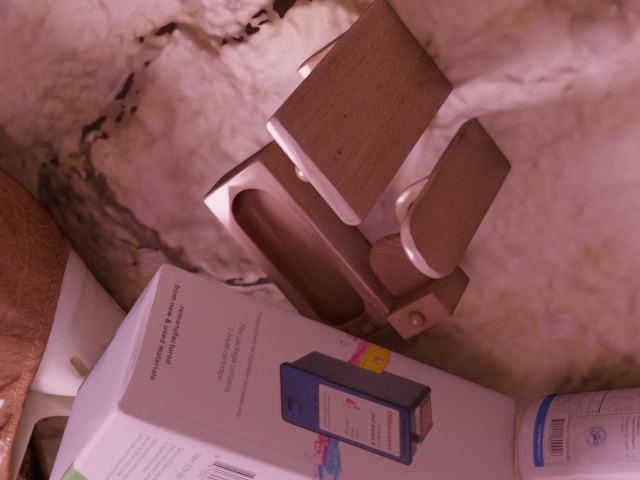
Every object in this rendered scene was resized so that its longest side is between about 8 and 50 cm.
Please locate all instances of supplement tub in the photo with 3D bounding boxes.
[{"bbox_3d":[0.162,0.110,0.651,0.107,0.071,0.071,-8,118,31],"label":"supplement tub"}]

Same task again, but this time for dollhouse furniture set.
[{"bbox_3d":[0.000,0.000,0.617,0.151,0.123,0.144,-30,106,38],"label":"dollhouse furniture set"}]

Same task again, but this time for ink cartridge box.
[{"bbox_3d":[-0.023,0.119,0.685,0.212,0.093,0.154,23,140,-14],"label":"ink cartridge box"}]

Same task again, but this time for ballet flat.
[{"bbox_3d":[-0.182,0.090,0.793,0.124,0.116,0.342,14,131,-8],"label":"ballet flat"}]
